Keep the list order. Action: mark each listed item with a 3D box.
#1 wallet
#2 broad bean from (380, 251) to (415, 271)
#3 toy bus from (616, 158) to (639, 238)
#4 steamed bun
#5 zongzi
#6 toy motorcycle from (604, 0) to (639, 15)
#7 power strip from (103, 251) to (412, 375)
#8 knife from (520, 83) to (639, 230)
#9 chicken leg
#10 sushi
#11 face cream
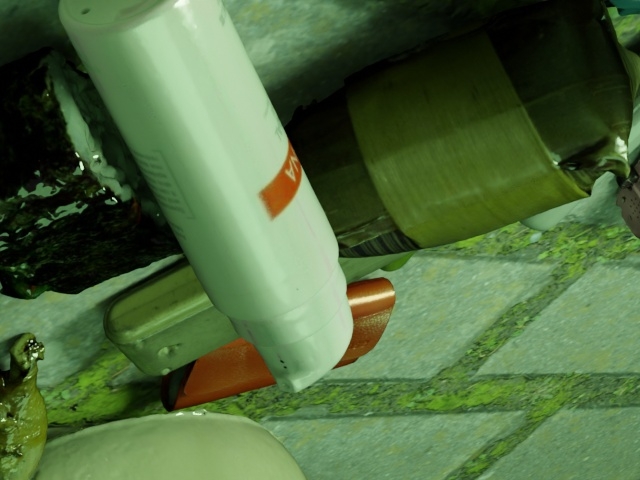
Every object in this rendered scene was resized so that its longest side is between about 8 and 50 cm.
[{"bbox_3d":[-0.040,0.098,1.696,0.204,0.045,0.142,-12,152,-27],"label":"wallet"},{"bbox_3d":[0.078,-0.009,1.615,0.083,0.045,0.063,-37,154,5],"label":"broad bean"},{"bbox_3d":[0.345,-0.079,1.707,0.090,0.063,0.203,-17,154,-24],"label":"toy bus"},{"bbox_3d":[-0.176,0.332,1.751,0.374,0.241,0.374,-12,152,-6],"label":"steamed bun"},{"bbox_3d":[0.113,-0.083,1.442,0.289,0.154,0.317,-18,180,16],"label":"zongzi"},{"bbox_3d":[0.341,-0.215,1.384,0.272,0.124,0.182,-12,180,-8],"label":"toy motorcycle"},{"bbox_3d":[0.000,0.000,1.544,0.387,0.066,0.092,-26,152,4],"label":"power strip"},{"bbox_3d":[0.257,-0.108,1.572,0.040,0.073,0.265,31,122,-23],"label":"knife"},{"bbox_3d":[-0.272,0.149,1.567,0.093,0.070,0.178,-3,138,-28],"label":"chicken leg"},{"bbox_3d":[-0.183,-0.039,1.236,0.127,0.124,0.225,-25,160,10],"label":"sushi"},{"bbox_3d":[-0.061,-0.039,1.229,0.102,0.102,0.345,-26,131,0],"label":"face cream"}]
